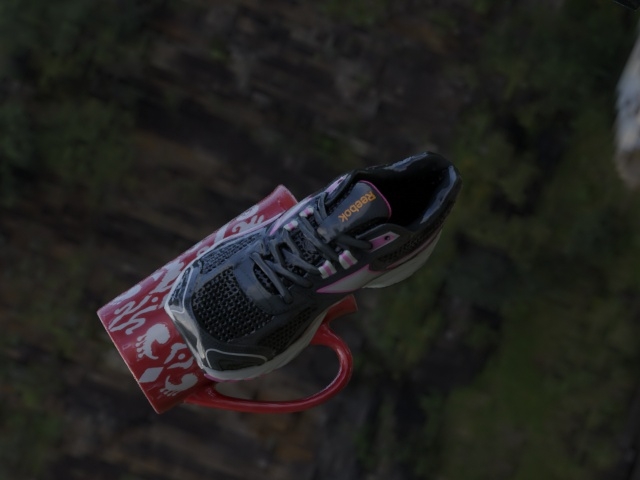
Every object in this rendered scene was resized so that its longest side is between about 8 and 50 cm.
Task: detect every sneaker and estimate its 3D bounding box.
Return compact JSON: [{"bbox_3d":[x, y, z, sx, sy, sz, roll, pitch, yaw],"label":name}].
[{"bbox_3d":[0.000,0.000,0.953,0.178,0.072,0.077,-35,-12,-37],"label":"sneaker"}]

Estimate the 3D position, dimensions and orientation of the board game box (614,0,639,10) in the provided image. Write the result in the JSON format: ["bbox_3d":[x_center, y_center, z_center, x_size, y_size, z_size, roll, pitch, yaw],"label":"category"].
[{"bbox_3d":[0.119,-0.222,1.208,0.026,0.186,0.126,-53,28,32],"label":"board game box"}]

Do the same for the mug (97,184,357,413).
[{"bbox_3d":[-0.064,0.060,1.435,0.150,0.169,0.113,56,173,33],"label":"mug"}]
